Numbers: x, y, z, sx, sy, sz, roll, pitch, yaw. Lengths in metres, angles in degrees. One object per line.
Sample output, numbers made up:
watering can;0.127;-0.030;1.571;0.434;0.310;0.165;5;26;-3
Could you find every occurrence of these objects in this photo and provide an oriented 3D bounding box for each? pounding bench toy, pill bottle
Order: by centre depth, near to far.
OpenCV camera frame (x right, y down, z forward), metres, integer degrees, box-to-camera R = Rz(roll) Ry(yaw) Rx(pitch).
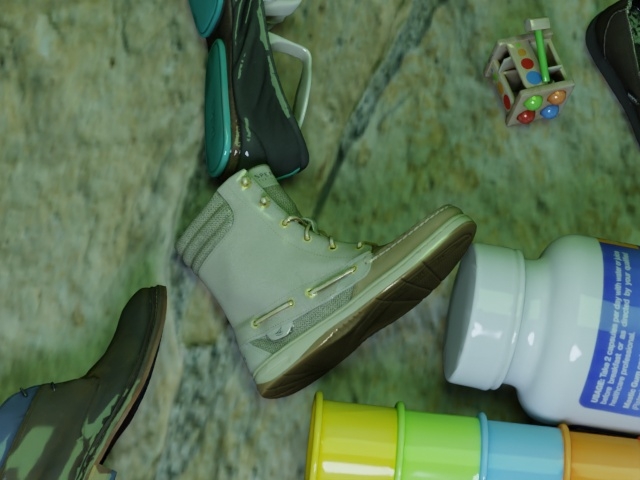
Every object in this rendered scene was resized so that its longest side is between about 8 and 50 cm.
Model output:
pill bottle;0.240;0.078;1.532;0.272;0.152;0.152;11;61;-5
pounding bench toy;0.183;-0.143;1.675;0.052;0.083;0.065;-13;65;-17

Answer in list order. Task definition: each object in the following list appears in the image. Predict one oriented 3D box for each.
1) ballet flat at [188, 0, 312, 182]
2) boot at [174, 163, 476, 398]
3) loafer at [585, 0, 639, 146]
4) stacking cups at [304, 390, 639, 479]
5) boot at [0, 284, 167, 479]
ballet flat;-0.060;-0.173;1.649;0.096;0.095;0.280;-1;73;-22
boot;0.000;0.000;1.531;0.213;0.077;0.165;-38;68;13
loafer;0.305;-0.123;1.690;0.080;0.078;0.220;-27;70;-22
stacking cups;0.147;0.179;1.478;0.316;0.096;0.096;7;62;-1
boot;-0.188;0.116;1.472;0.106;0.082;0.219;19;63;-3
